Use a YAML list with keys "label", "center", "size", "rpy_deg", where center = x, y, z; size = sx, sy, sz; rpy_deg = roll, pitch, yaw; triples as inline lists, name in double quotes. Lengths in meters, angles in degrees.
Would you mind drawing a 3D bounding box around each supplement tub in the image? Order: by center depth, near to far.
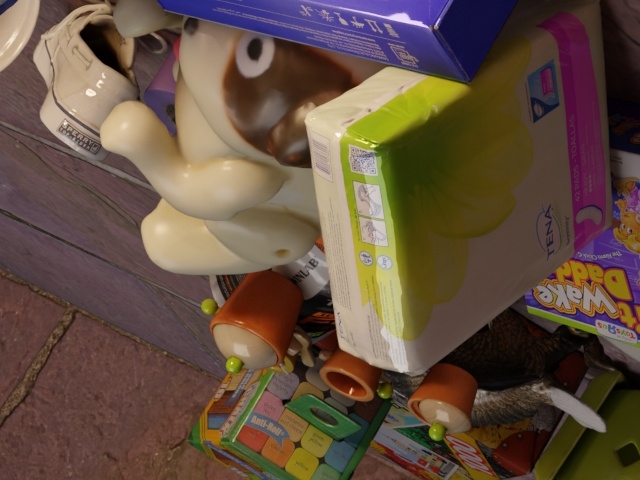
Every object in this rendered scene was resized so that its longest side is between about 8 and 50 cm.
- label: "supplement tub"
  center: [0.000, 0.000, 1.910]
  size: [0.207, 0.207, 0.338]
  rpy_deg: [34, 154, -7]

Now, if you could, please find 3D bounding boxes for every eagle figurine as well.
- label: "eagle figurine"
  center: [0.212, 0.149, 1.957]
  size: [0.225, 0.298, 0.226]
  rpy_deg: [-96, -13, -69]

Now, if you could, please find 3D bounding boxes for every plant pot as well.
- label: "plant pot"
  center: [0.432, 0.321, 2.112]
  size: [0.207, 0.228, 0.227]
  rpy_deg: [30, 171, 28]

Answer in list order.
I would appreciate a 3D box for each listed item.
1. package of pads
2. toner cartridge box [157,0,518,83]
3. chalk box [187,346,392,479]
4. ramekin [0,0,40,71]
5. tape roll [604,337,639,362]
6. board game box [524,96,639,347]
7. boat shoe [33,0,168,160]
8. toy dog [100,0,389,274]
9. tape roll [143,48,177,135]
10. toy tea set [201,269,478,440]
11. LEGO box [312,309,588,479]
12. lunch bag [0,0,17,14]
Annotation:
- label: "package of pads"
  center: [0.123, -0.051, 1.271]
  size: [0.101, 0.296, 0.229]
  rpy_deg: [21, 131, 40]
- label: "toner cartridge box"
  center: [0.011, -0.245, 1.260]
  size: [0.347, 0.165, 0.075]
  rpy_deg: [20, 161, 39]
- label: "chalk box"
  center: [-0.036, 0.255, 2.149]
  size: [0.180, 0.179, 0.289]
  rpy_deg: [35, 164, -12]
- label: "ramekin"
  center: [-0.466, -0.308, 1.928]
  size: [0.109, 0.207, 0.207]
  rpy_deg: [32, 168, 37]
- label: "tape roll"
  center: [0.429, 0.080, 1.652]
  size: [0.392, 0.072, 0.392]
  rpy_deg: [30, 165, 9]
- label: "board game box"
  center: [0.331, -0.001, 1.411]
  size: [0.347, 0.078, 0.233]
  rpy_deg: [17, 135, 42]
- label: "boat shoe"
  center: [-0.268, -0.235, 1.905]
  size: [0.136, 0.156, 0.367]
  rpy_deg: [34, -166, -18]
- label: "toy dog"
  center: [-0.026, -0.125, 1.511]
  size: [0.395, 0.285, 0.408]
  rpy_deg: [17, 163, 5]
- label: "tape roll"
  center: [-0.122, -0.164, 1.932]
  size: [0.189, 0.080, 0.189]
  rpy_deg: [29, 165, 8]
- label: "toy tea set"
  center: [0.017, 0.153, 1.790]
  size: [0.336, 0.124, 0.200]
  rpy_deg: [15, 150, 25]
- label: "LEGO box"
  center: [0.138, 0.199, 2.346]
  size: [0.372, 0.193, 0.500]
  rpy_deg: [32, 165, -1]
- label: "lunch bag"
  center: [-0.347, -0.419, 1.302]
  size: [0.385, 0.239, 0.328]
  rpy_deg: [49, 164, -1]
